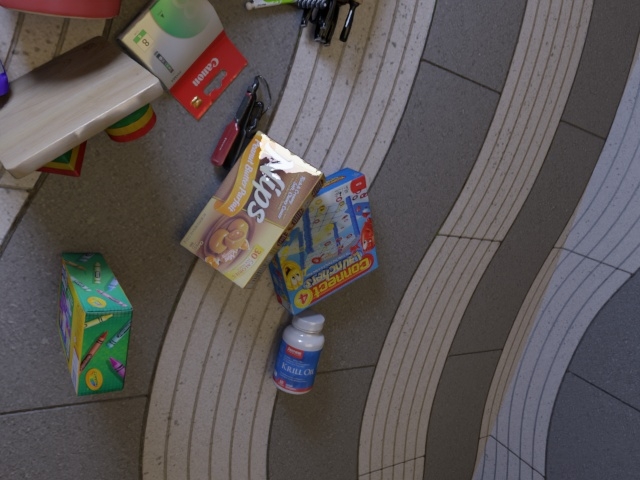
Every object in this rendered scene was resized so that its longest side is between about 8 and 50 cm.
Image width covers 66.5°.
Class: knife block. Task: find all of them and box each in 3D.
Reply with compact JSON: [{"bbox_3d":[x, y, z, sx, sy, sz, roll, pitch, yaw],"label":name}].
[{"bbox_3d":[0.059,-0.591,1.107,0.276,0.088,0.242,-45,140,-25],"label":"knife block"}]

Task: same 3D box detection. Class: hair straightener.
[{"bbox_3d":[-0.174,-0.267,1.125,0.089,0.047,0.230,20,92,-60],"label":"hair straightener"}]

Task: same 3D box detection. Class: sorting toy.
[{"bbox_3d":[-0.419,-0.214,0.830,0.257,0.255,0.089,-38,143,-17],"label":"sorting toy"}]

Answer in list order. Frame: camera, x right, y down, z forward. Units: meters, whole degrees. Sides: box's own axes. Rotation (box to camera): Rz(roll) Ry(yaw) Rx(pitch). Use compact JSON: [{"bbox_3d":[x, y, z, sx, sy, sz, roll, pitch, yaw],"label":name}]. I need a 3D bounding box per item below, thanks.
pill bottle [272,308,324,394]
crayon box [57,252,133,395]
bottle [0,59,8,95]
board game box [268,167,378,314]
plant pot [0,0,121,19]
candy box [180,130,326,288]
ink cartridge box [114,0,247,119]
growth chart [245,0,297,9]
[{"bbox_3d":[-0.058,0.316,1.404,0.124,0.124,0.221,2,108,-37],"label":"pill bottle"},{"bbox_3d":[-0.444,0.147,0.943,0.081,0.278,0.165,1,109,-36],"label":"crayon box"},{"bbox_3d":[-0.583,-0.353,0.736,0.118,0.092,0.283,-14,116,-13],"label":"bottle"},{"bbox_3d":[0.000,0.000,1.332,0.308,0.086,0.302,-28,123,-24],"label":"board game box"},{"bbox_3d":[-0.408,-0.477,0.727,0.275,0.275,0.243,-11,126,-33],"label":"plant pot"},{"bbox_3d":[-0.151,-0.067,1.123,0.316,0.183,0.087,-55,172,-3],"label":"candy box"},{"bbox_3d":[-0.264,-0.384,0.991,0.181,0.056,0.225,-51,128,-7],"label":"ink cartridge box"},{"bbox_3d":[-0.129,-0.605,1.014,0.172,0.021,0.237,-28,123,-23],"label":"growth chart"}]
